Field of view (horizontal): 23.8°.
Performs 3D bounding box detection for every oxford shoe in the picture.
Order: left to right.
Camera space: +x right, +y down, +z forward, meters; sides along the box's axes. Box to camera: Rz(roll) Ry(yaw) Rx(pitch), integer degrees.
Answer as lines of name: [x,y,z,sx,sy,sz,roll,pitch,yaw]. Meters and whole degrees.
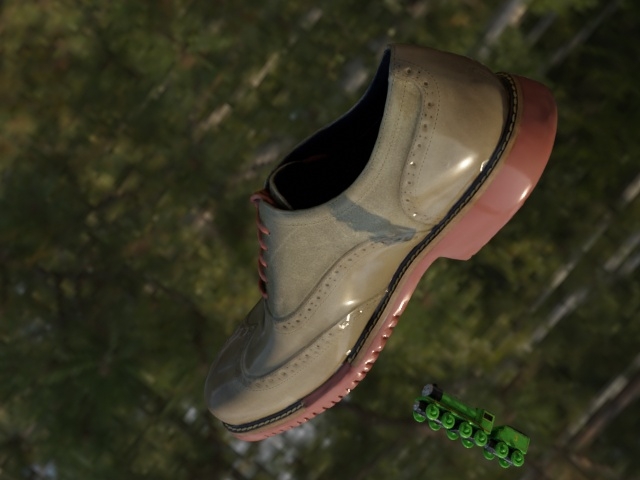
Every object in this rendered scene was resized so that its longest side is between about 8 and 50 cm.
oxford shoe: [0.000,0.000,0.991,0.130,0.348,0.123,23,-145,-24]

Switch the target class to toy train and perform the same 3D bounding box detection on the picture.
toy train: [0.089,0.108,0.885,0.083,0.017,0.023,31,-116,-24]
